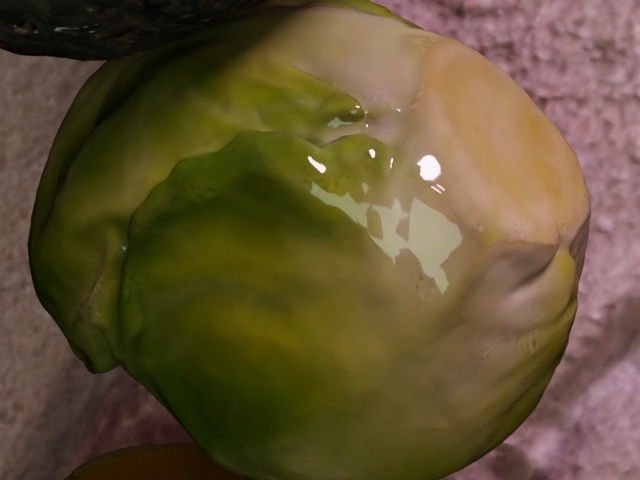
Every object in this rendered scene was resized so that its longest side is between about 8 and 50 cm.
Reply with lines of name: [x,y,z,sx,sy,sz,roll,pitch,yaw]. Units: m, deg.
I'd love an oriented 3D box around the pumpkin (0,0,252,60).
pumpkin: [-0.114,-0.246,0.847,0.291,0.257,0.327,-38,99,29]

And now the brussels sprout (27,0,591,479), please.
brussels sprout: [-0.002,0.000,0.974,0.294,0.227,0.259,-23,120,44]

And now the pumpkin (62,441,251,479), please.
pumpkin: [-0.017,0.238,1.031,0.332,0.332,0.199,14,112,2]
